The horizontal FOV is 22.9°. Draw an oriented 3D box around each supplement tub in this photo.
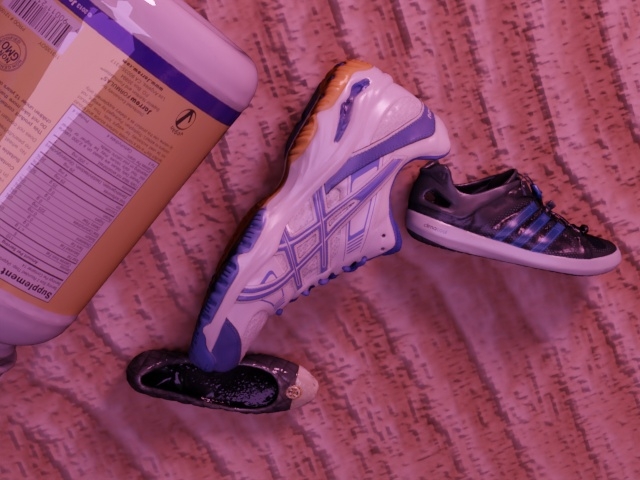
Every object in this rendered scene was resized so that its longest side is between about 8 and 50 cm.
[{"bbox_3d":[-0.233,-0.072,1.200,0.241,0.241,0.331,38,96,-18],"label":"supplement tub"}]

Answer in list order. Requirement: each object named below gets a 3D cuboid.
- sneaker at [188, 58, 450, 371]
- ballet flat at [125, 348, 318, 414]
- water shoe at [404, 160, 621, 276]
[{"bbox_3d":[0.000,0.000,1.329,0.131,0.112,0.296,30,98,-10],"label":"sneaker"},{"bbox_3d":[-0.085,0.129,1.387,0.173,0.049,0.057,5,105,-13],"label":"ballet flat"},{"bbox_3d":[0.178,-0.021,1.387,0.203,0.073,0.080,10,99,-14],"label":"water shoe"}]
